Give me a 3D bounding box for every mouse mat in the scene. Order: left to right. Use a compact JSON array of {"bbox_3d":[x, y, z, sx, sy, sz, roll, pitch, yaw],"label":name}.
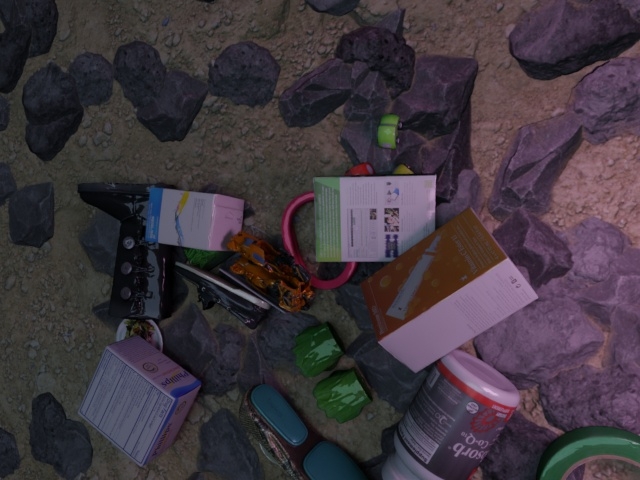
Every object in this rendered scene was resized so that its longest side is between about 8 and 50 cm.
[{"bbox_3d":[-0.363,0.014,1.538,0.189,0.007,0.153,-33,79,18],"label":"mouse mat"}]

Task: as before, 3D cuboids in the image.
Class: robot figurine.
[{"bbox_3d":[-0.140,0.100,1.372,0.291,0.085,0.211,31,143,25],"label":"robot figurine"}]

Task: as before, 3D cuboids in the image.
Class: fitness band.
[{"bbox_3d":[0.000,0.000,1.382,0.209,0.054,0.291,-18,84,17],"label":"fitness band"}]

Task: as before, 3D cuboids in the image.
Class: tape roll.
[{"bbox_3d":[0.681,0.607,1.110,0.321,0.077,0.321,0,89,21],"label":"tape roll"}]

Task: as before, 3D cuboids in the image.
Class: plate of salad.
[{"bbox_3d":[-0.624,0.350,1.610,0.199,0.048,0.200,0,90,21],"label":"plate of salad"}]

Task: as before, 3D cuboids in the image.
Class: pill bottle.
[{"bbox_3d":[0.311,0.472,1.177,0.210,0.210,0.363,30,100,18],"label":"pill bottle"}]

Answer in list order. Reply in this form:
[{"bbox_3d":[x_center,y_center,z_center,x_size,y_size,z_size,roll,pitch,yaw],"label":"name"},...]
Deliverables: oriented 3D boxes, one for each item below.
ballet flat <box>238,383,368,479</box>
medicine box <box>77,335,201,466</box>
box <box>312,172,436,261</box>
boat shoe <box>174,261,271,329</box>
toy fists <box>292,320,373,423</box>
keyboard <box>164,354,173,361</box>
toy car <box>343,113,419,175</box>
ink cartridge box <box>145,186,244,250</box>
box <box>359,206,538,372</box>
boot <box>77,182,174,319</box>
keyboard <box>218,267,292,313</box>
[{"bbox_3d":[-0.056,0.620,1.360,0.482,0.164,0.182,37,124,22],"label":"ballet flat"},{"bbox_3d":[-0.571,0.497,1.498,0.289,0.149,0.264,31,102,14],"label":"medicine box"},{"bbox_3d":[0.144,-0.060,1.270,0.321,0.058,0.232,0,100,7],"label":"box"},{"bbox_3d":[-0.318,0.171,1.457,0.340,0.127,0.113,24,88,9],"label":"boat shoe"},{"bbox_3d":[0.025,0.374,1.347,0.142,0.096,0.279,-32,78,7],"label":"toy fists"},{"bbox_3d":[-0.560,0.538,1.592,0.201,0.033,0.317,40,105,13],"label":"keyboard"},{"bbox_3d":[0.177,-0.242,1.313,0.239,0.053,0.225,7,92,20],"label":"toy car"},{"bbox_3d":[-0.379,-0.063,1.449,0.232,0.171,0.168,8,92,21],"label":"ink cartridge box"},{"bbox_3d":[0.296,0.121,1.157,0.345,0.168,0.215,-37,33,16],"label":"box"},{"bbox_3d":[-0.657,0.033,1.584,0.366,0.146,0.446,4,95,22],"label":"boot"},{"bbox_3d":[-0.197,0.153,1.440,0.256,0.072,0.014,30,95,18],"label":"keyboard"}]
